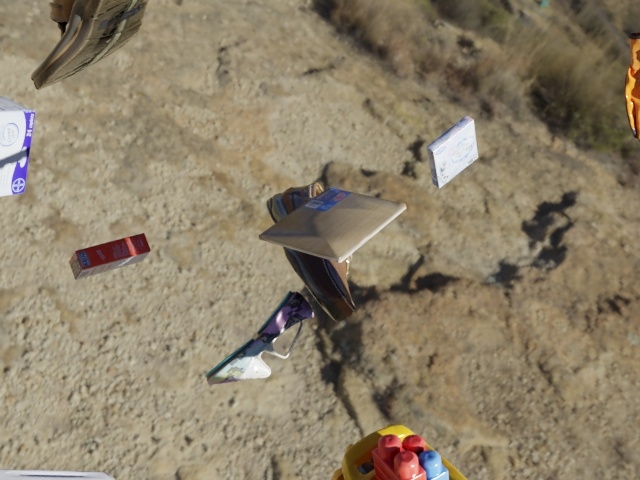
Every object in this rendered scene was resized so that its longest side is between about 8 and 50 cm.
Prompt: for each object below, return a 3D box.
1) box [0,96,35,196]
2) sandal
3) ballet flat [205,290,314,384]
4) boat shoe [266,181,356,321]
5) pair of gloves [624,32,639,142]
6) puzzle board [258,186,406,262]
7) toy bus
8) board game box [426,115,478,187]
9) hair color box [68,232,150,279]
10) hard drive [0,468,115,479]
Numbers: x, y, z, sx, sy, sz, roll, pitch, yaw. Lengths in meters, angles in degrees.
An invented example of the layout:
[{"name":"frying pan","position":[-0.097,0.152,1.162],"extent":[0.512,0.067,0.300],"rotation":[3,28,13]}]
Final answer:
[{"name":"box","position":[-0.467,-0.123,1.156],"extent":[0.072,0.126,0.137],"rotation":[26,23,27]},{"name":"sandal","position":[-0.196,-0.200,0.729],"extent":[0.090,0.219,0.060],"rotation":[-35,91,-35]},{"name":"ballet flat","position":[-0.095,0.184,1.475],"extent":[0.079,0.077,0.221],"rotation":[45,76,0]},{"name":"boat shoe","position":[0.000,0.000,1.532],"extent":[0.122,0.120,0.324],"rotation":[54,7,-45]},{"name":"pair of gloves","position":[0.206,-0.079,0.460],"extent":[0.083,0.074,0.010],"rotation":[3,32,30]},{"name":"puzzle board","position":[0.014,-0.017,0.866],"extent":[0.096,0.011,0.128],"rotation":[15,33,31]},{"name":"toy bus","position":[0.087,0.289,0.981],"extent":[0.149,0.211,0.220],"rotation":[-24,32,-21]},{"name":"board game box","position":[0.214,-0.143,1.394],"extent":[0.090,0.090,0.020],"rotation":[-38,54,-15]},{"name":"hair color box","position":[-0.411,0.031,1.677],"extent":[0.141,0.072,0.043],"rotation":[-17,80,-32]},{"name":"hard drive","position":[-0.331,0.447,1.268],"extent":[0.233,0.047,0.353],"rotation":[18,6,-45]}]
